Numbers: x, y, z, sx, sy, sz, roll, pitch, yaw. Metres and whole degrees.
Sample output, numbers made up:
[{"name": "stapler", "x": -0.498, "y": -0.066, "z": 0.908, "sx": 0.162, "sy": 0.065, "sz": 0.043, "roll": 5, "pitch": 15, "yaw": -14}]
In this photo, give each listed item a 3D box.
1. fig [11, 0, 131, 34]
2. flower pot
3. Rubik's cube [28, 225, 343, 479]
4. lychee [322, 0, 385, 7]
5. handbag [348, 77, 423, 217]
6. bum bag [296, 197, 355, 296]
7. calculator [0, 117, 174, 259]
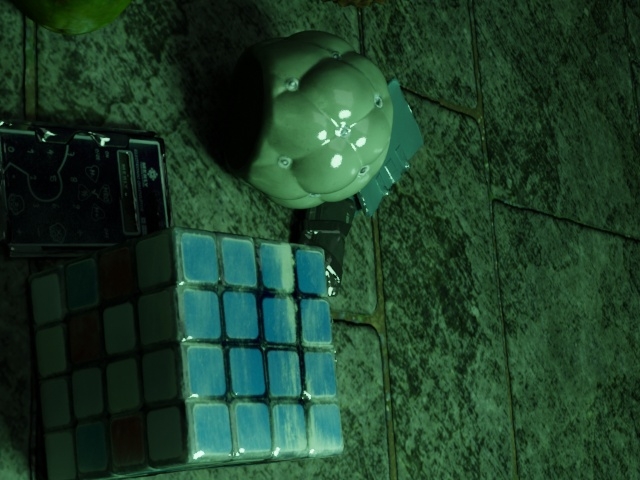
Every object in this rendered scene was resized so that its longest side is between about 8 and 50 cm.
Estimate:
[{"name": "fig", "x": -0.333, "y": -0.373, "z": 1.423, "sx": 0.275, "sy": 0.206, "sz": 0.206, "roll": 34, "pitch": 53, "yaw": -22}, {"name": "flower pot", "x": -0.017, "y": -0.165, "z": 1.667, "sx": 0.195, "sy": 0.246, "sz": 0.246, "roll": 5, "pitch": 73, "yaw": -23}, {"name": "Rubik's cube", "x": -0.154, "y": 0.138, "z": 1.397, "sx": 0.256, "sy": 0.253, "sz": 0.259, "roll": 6, "pitch": 72, "yaw": -49}, {"name": "lychee", "x": 0.044, "y": -0.481, "z": 1.845, "sx": 0.267, "sy": 0.267, "sz": 0.268, "roll": 19, "pitch": 64, "yaw": -46}, {"name": "handbag", "x": 0.085, "y": -0.149, "z": 1.929, "sx": 0.144, "sy": 0.057, "sz": 0.221, "roll": 61, "pitch": 41, "yaw": -23}, {"name": "bum bag", "x": 0.000, "y": 0.000, "z": 1.787, "sx": 0.087, "sy": 0.049, "sz": 0.198, "roll": 20, "pitch": 61, "yaw": -18}, {"name": "calculator", "x": -0.286, "y": -0.060, "z": 1.478, "sx": 0.274, "sy": 0.028, "sz": 0.166, "roll": 0, "pitch": 79, "yaw": -50}]
